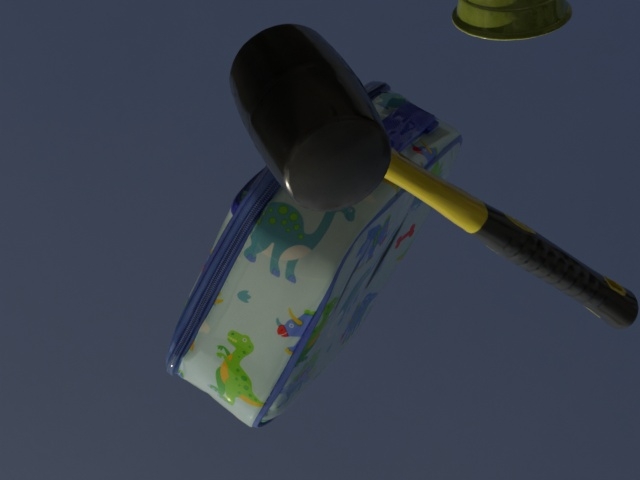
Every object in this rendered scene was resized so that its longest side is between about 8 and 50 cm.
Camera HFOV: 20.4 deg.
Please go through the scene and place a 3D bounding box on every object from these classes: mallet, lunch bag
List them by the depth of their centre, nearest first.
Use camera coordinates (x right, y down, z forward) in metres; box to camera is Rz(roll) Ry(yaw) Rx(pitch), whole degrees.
[{"bbox_3d":[0.050,-0.006,0.597,0.039,0.189,0.062,-48,-148,17],"label":"mallet"},{"bbox_3d":[0.000,0.000,1.098,0.090,0.176,0.219,34,-149,7],"label":"lunch bag"}]

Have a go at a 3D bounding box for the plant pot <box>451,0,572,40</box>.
[{"bbox_3d":[0.129,-0.189,1.210,0.083,0.079,0.083,-4,-148,3],"label":"plant pot"}]
